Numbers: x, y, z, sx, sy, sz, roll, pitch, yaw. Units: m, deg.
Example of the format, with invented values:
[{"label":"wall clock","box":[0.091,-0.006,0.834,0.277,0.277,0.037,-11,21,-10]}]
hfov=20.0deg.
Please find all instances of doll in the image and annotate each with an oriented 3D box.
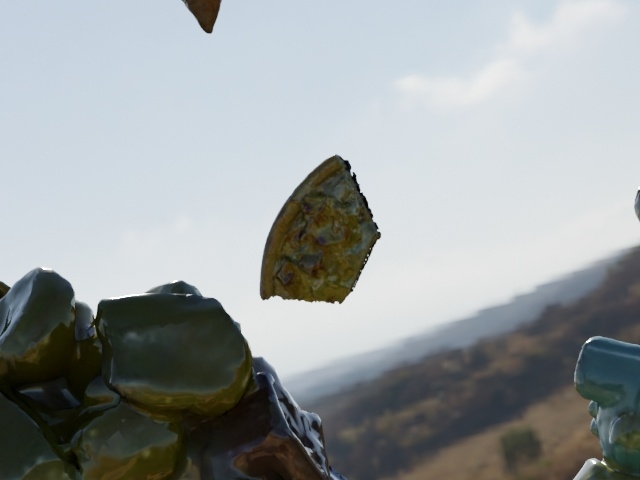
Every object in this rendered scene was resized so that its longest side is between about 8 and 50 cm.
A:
[{"label":"doll","box":[0.329,0.242,1.837,0.161,0.261,0.177,13,-2,28]}]

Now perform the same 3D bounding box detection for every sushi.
[{"label":"sushi","box":[-0.134,0.193,0.920,0.328,0.329,0.285,17,-30,32]}]

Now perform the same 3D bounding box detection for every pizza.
[{"label":"pizza","box":[0.000,0.000,1.743,0.099,0.160,0.036,31,16,11]}]

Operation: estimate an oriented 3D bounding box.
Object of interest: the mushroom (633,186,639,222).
[{"label":"mushroom","box":[0.311,0.028,1.168,0.096,0.278,0.099,-36,28,27]}]

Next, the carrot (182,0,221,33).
[{"label":"carrot","box":[-0.151,-0.372,2.155,0.102,0.263,0.102,-6,19,2]}]
